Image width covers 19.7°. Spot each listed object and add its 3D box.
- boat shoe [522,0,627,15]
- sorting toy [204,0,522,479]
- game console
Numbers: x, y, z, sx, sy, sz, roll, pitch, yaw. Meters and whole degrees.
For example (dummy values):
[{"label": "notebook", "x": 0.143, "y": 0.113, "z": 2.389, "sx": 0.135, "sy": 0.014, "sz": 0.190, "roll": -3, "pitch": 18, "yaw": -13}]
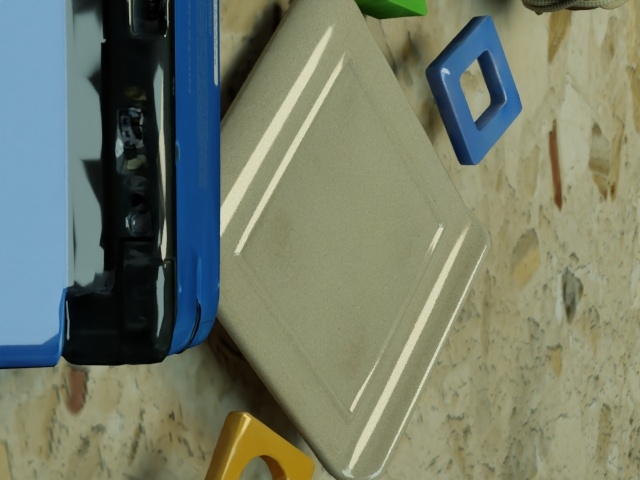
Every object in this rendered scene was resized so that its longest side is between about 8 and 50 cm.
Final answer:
[{"label": "boat shoe", "x": 0.154, "y": -0.187, "z": 1.059, "sx": 0.324, "sy": 0.123, "sz": 0.116, "roll": -20, "pitch": 113, "yaw": -51}, {"label": "sorting toy", "x": 0.000, "y": 0.000, "z": 0.929, "sx": 0.196, "sy": 0.047, "sz": 0.348, "roll": 54, "pitch": 50, "yaw": -37}, {"label": "game console", "x": -0.134, "y": -0.101, "z": 0.679, "sx": 0.250, "sy": 0.173, "sz": 0.293, "roll": 12, "pitch": 78, "yaw": -87}]
